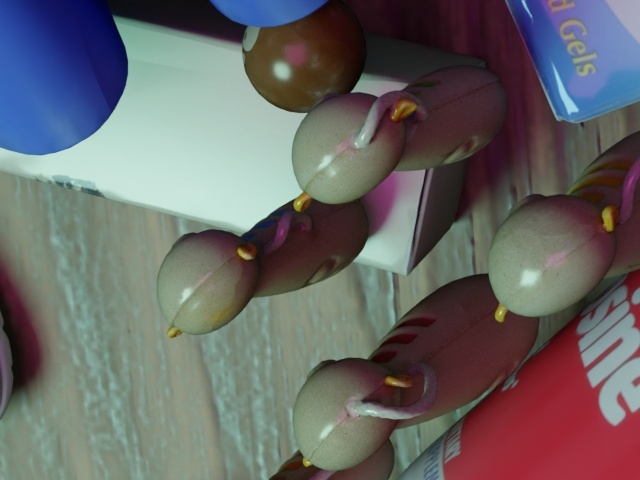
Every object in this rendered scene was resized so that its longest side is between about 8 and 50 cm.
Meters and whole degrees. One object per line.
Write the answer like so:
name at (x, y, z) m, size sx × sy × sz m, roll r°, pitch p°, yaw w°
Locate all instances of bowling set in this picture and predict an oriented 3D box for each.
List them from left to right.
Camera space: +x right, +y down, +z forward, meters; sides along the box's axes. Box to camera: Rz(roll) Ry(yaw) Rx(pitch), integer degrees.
bowling set at (0.000, 0.000, 0.736) m, size 0.200 × 0.154 × 0.287 m, roll 49°, pitch 124°, yaw 11°

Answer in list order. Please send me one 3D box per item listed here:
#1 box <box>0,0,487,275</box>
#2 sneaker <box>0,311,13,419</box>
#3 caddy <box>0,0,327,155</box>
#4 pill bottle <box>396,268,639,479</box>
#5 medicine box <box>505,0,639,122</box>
box at (-0.066, -0.069, 0.891) m, size 0.275 × 0.113 × 0.094 m, roll 15°, pitch 107°, yaw 13°
sneaker at (-0.276, 0.003, 0.963) m, size 0.105 × 0.115 × 0.281 m, roll -36°, pitch 91°, yaw 20°
caddy at (-0.127, -0.205, 0.757) m, size 0.241 × 0.179 × 0.341 m, roll -29°, pitch 50°, yaw 5°
pill bottle at (0.238, 0.071, 0.774) m, size 0.229 × 0.229 × 0.408 m, roll 47°, pitch 110°, yaw 1°
medicine box at (0.192, -0.227, 0.759) m, size 0.289 × 0.149 × 0.263 m, roll -22°, pitch 96°, yaw 20°
